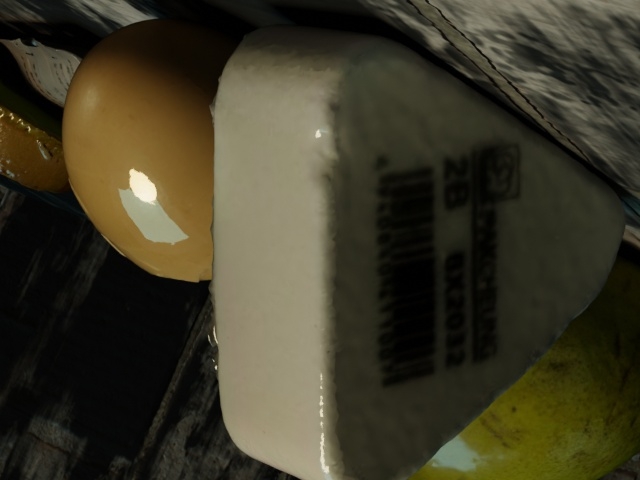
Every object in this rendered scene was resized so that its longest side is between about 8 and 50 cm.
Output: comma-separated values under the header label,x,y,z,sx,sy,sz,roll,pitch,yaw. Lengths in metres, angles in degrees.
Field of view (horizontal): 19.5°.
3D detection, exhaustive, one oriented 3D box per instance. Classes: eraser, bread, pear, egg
label,x,y,z,sx,sy,sz,roll,pitch,yaw
eraser,0.041,-0.018,1.355,0.331,0.331,0.150,29,171,-35
bread,-0.334,-0.144,1.986,0.236,0.070,0.236,38,-166,-11
pear,0.175,0.113,1.669,0.307,0.253,0.253,3,177,-9
egg,-0.105,-0.076,1.495,0.201,0.201,0.244,19,159,39

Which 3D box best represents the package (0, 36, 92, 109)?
label,x,y,z,sx,sy,sz,roll,pitch,yaw
package,-0.197,-0.143,1.895,0.250,0.062,0.204,24,176,-29
